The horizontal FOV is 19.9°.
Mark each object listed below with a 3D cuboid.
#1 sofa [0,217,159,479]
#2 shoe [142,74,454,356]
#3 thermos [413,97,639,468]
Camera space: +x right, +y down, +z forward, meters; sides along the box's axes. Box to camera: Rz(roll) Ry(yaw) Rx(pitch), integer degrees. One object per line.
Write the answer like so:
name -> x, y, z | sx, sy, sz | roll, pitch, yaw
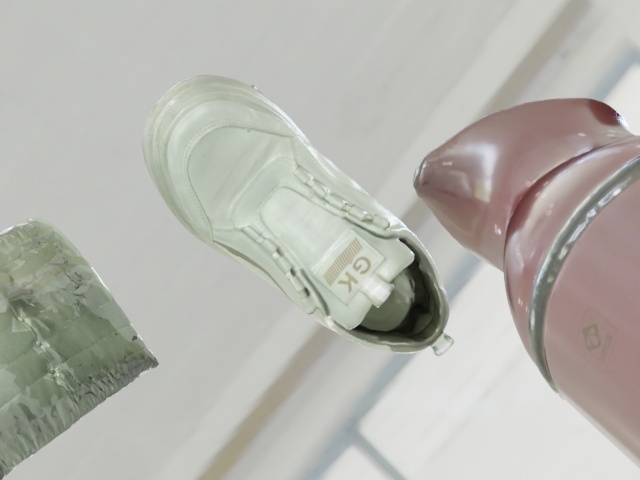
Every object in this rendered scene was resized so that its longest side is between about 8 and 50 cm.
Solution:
sofa -> -0.299, 0.114, 1.612 | 0.210, 0.176, 0.225 | -37, 2, -41
shoe -> 0.000, 0.000, 1.436 | 0.316, 0.159, 0.124 | 36, -85, -36
thermos -> 0.163, 0.040, 0.584 | 0.136, 0.330, 0.109 | -30, -49, -14
